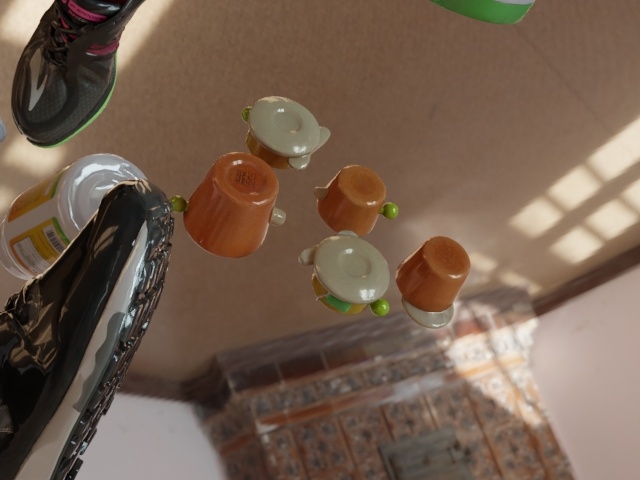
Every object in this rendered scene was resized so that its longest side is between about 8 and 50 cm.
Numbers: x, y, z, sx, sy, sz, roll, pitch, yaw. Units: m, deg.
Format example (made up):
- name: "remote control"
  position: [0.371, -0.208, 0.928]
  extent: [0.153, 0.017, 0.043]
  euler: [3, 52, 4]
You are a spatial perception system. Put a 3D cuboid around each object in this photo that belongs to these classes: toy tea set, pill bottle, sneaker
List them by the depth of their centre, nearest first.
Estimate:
- name: "sneaker"
  position: [-0.179, 0.083, 0.588]
  extent: [0.283, 0.124, 0.107]
  euler: [-63, -177, 8]
- name: "toy tea set"
  position: [0.000, 0.000, 1.254]
  extent: [0.200, 0.336, 0.124]
  euler: [-44, 170, -41]
- name: "pill bottle"
  position: [-0.330, -0.019, 1.470]
  extent: [0.136, 0.136, 0.245]
  euler: [-1, 168, -39]
- name: "sneaker"
  position: [-0.399, -0.377, 1.880]
  extent: [0.483, 0.185, 0.202]
  euler: [-59, 173, 14]

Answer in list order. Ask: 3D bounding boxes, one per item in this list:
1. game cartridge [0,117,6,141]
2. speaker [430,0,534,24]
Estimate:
- name: "game cartridge"
  position: [-0.364, -0.098, 0.767]
  extent: [0.196, 0.294, 0.060]
  euler: [-48, 154, -22]
- name: "speaker"
  position: [0.175, -0.343, 0.960]
  extent: [0.131, 0.131, 0.296]
  euler: [-3, 125, -35]
